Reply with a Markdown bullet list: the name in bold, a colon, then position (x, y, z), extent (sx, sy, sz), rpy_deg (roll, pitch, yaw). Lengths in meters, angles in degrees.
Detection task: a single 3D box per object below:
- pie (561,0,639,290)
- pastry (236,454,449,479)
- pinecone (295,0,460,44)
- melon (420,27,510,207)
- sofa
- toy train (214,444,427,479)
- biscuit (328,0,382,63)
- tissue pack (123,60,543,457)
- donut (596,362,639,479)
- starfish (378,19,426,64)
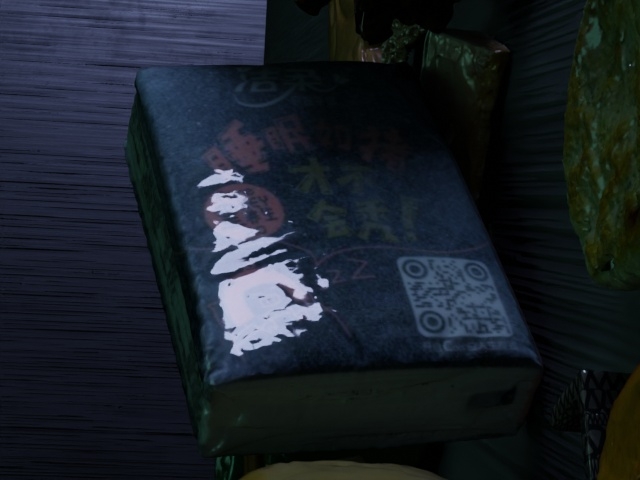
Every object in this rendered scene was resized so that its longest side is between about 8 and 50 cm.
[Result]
- **pie**: position (0.162, -0.064, 0.815), extent (0.187, 0.041, 0.187), rpy_deg (-177, 90, -82)
- **pastry**: position (-0.012, 0.316, 0.976), extent (0.388, 0.313, 0.388), rpy_deg (180, 90, -79)
- **pinecone**: position (0.033, -0.275, 1.175), extent (0.257, 0.243, 0.243), rpy_deg (41, 137, 38)
- **melon**: position (0.110, -0.070, 1.256), extent (0.098, 0.054, 0.182), rpy_deg (-134, 45, -59)
- **sofa**: position (0.149, 0.131, 0.848), extent (0.060, 0.039, 0.118), rpy_deg (105, 166, -61)
- **toy train**: position (0.010, 0.095, 1.460), extent (0.429, 0.178, 0.249), rpy_deg (-96, 21, -48)
- **biscuit**: position (0.044, -0.279, 1.807), extent (0.269, 0.051, 0.376), rpy_deg (114, 158, -67)
- **tissue pack**: position (0.000, 0.000, 1.138), extent (0.315, 0.228, 0.103), rpy_deg (-108, 25, -43)
- **donut**: position (0.162, 0.113, 0.668), extent (0.178, 0.065, 0.162), rpy_deg (110, 167, -70)
- **starfish**: position (0.072, -0.213, 1.559), extent (0.227, 0.043, 0.240), rpy_deg (-102, 18, -61)
